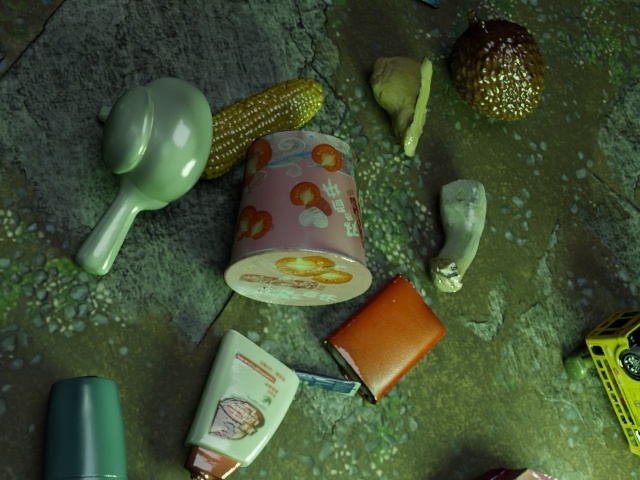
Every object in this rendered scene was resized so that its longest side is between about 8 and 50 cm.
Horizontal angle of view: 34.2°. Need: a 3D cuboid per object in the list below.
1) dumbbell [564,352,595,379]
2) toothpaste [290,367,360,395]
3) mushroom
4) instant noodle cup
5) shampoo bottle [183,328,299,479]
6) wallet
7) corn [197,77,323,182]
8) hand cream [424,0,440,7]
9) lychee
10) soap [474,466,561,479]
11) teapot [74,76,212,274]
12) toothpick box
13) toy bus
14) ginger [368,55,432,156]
[{"bbox_3d":[0.523,0.228,2.001,0.118,0.046,0.052,-17,74,-29],"label":"dumbbell"},{"bbox_3d":[-0.002,0.236,1.752,0.140,0.037,0.021,15,41,-17],"label":"toothpaste"},{"bbox_3d":[0.255,-0.006,1.940,0.092,0.081,0.223,31,62,-34],"label":"mushroom"},{"bbox_3d":[-0.032,-0.038,1.719,0.243,0.243,0.231,12,65,-22],"label":"instant noodle cup"},{"bbox_3d":[-0.154,0.294,1.632,0.153,0.071,0.284,36,59,-8],"label":"shampoo bottle"},{"bbox_3d":[0.115,0.171,1.824,0.204,0.045,0.142,-40,93,-31],"label":"wallet"},{"bbox_3d":[-0.118,-0.203,1.823,0.313,0.102,0.102,-33,88,-35],"label":"corn"},{"bbox_3d":[0.152,-0.542,2.112,0.224,0.048,0.083,15,65,-26],"label":"hand cream"},{"bbox_3d":[0.342,-0.343,2.041,0.200,0.200,0.238,-49,118,-31],"label":"lychee"},{"bbox_3d":[0.377,0.524,1.775,0.220,0.127,0.325,-37,89,-33],"label":"soap"},{"bbox_3d":[-0.276,-0.109,1.647,0.149,0.220,0.318,16,64,-33],"label":"teapot"},{"bbox_3d":[-0.344,0.292,1.515,0.120,0.120,0.184,4,67,-25],"label":"toothpick box"},{"bbox_3d":[0.629,0.294,1.943,0.145,0.151,0.331,-30,101,-33],"label":"toy bus"},{"bbox_3d":[0.147,-0.261,1.982,0.122,0.115,0.193,8,74,0],"label":"ginger"}]
